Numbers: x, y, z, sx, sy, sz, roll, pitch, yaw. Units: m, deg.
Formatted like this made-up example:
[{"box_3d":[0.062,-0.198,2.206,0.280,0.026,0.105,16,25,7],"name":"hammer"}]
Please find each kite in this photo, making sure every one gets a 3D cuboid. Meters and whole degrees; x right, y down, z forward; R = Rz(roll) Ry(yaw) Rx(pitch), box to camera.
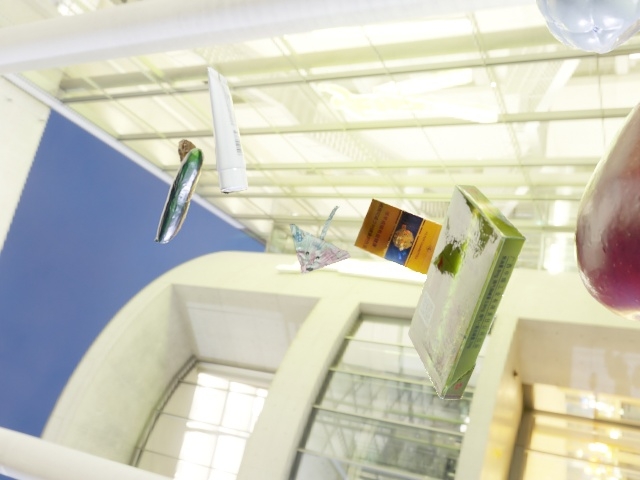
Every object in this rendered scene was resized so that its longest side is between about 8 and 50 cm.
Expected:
[{"box_3d":[0.000,0.000,1.223,0.156,0.139,0.011,-64,5,2],"name":"kite"}]

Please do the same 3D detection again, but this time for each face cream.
[{"box_3d":[-0.190,-0.218,1.239,0.092,0.058,0.243,-3,-95,-78],"name":"face cream"}]

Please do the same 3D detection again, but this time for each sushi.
[{"box_3d":[-0.294,-0.185,1.385,0.047,0.050,0.099,116,149,-62],"name":"sushi"}]

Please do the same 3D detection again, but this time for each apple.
[{"box_3d":[0.443,-0.030,0.697,0.288,0.288,0.316,10,-82,-62],"name":"apple"}]

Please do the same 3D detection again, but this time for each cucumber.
[{"box_3d":[-0.310,-0.095,1.365,0.056,0.056,0.284,-42,-13,-53],"name":"cucumber"}]

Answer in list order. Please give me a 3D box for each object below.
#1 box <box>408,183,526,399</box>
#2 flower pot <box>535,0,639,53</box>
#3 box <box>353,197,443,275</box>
[{"box_3d":[0.224,0.084,1.000,0.173,0.043,0.311,-113,30,-57],"name":"box"},{"box_3d":[0.525,-0.469,1.135,0.195,0.246,0.246,54,-153,12],"name":"flower pot"},{"box_3d":[0.232,-0.009,1.755,0.070,0.237,0.152,-25,-43,-80],"name":"box"}]
